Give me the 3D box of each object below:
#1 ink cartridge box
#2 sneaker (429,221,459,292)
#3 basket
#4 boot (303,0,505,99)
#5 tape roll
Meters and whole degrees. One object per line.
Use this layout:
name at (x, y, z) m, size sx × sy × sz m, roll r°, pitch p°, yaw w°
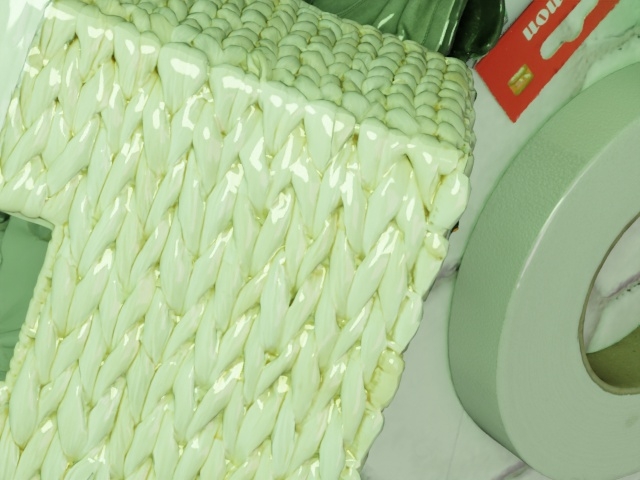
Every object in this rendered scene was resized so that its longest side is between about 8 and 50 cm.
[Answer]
ink cartridge box at (0.169, -0.206, 1.412) m, size 0.181 × 0.056 × 0.224 m, roll -48°, pitch 134°, yaw -6°
sneaker at (0.040, 0.045, 1.433) m, size 0.083 × 0.084 × 0.215 m, roll 28°, pitch 94°, yaw -51°
basket at (-0.082, 0.019, 1.084) m, size 0.266 × 0.331 × 0.328 m, roll 19°, pitch 104°, yaw -1°
boot at (0.019, -0.085, 1.277) m, size 0.083 × 0.161 × 0.246 m, roll 14°, pitch 105°, yaw -44°
tape roll at (0.279, 0.031, 1.633) m, size 0.392 × 0.072 × 0.392 m, roll -21°, pitch 128°, yaw -30°
